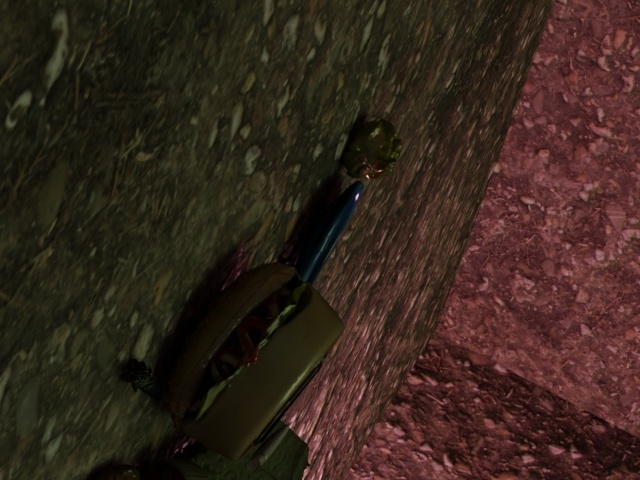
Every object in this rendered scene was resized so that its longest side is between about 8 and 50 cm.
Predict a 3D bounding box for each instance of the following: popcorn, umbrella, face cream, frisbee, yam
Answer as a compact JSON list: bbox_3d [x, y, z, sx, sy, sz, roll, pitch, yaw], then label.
[{"bbox_3d":[0.090,-0.153,2.044,0.097,0.089,0.109,-63,171,-59],"label":"popcorn"},{"bbox_3d":[-0.231,0.183,1.589,0.269,0.044,0.044,104,-10,-75],"label":"umbrella"},{"bbox_3d":[-0.073,0.292,1.749,0.038,0.020,0.115,-42,-179,29],"label":"face cream"},{"bbox_3d":[0.000,0.000,2.069,0.242,0.045,0.242,-62,176,-7],"label":"frisbee"},{"bbox_3d":[-0.146,0.387,1.995,0.201,0.202,0.271,-45,180,34],"label":"yam"}]

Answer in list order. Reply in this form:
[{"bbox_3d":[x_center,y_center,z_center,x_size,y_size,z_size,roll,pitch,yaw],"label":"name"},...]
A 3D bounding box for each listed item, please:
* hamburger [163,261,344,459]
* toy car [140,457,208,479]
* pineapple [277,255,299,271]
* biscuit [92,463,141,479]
[{"bbox_3d":[-0.098,0.168,1.748,0.302,0.170,0.302,-51,174,-7],"label":"hamburger"},{"bbox_3d":[-0.225,0.428,1.788,0.145,0.235,0.235,18,102,-40],"label":"toy car"},{"bbox_3d":[-0.073,0.082,1.974,0.058,0.058,0.124,46,58,-77],"label":"pineapple"},{"bbox_3d":[-0.312,0.399,1.666,0.226,0.042,0.226,-59,166,-24],"label":"biscuit"}]
